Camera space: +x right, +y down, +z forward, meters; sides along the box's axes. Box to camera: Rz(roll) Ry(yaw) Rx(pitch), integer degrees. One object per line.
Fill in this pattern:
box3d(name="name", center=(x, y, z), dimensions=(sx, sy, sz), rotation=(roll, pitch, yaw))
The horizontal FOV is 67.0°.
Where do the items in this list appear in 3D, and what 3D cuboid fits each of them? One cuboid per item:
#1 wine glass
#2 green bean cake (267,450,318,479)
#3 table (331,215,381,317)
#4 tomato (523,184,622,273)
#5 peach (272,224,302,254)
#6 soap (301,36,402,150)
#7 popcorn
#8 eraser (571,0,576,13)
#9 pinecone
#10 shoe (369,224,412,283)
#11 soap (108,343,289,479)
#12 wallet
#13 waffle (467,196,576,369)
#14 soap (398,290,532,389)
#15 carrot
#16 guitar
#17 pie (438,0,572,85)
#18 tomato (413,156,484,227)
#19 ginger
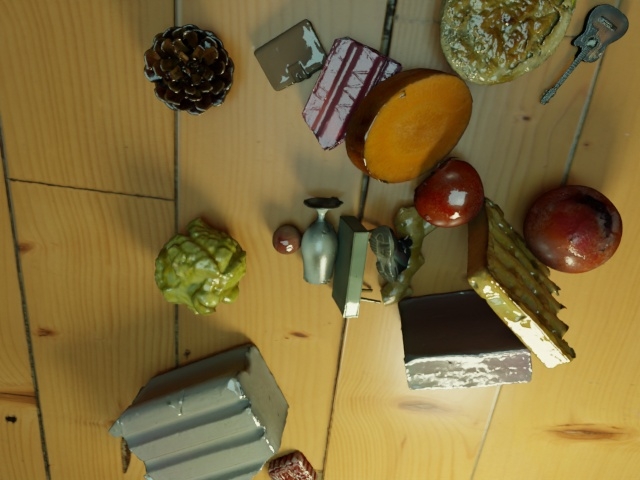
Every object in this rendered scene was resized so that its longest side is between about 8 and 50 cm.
box3d(name="wine glass", center=(0.000, 0.000, 1.260), dimensions=(0.103, 0.103, 0.221), rotation=(6, 112, 4))
box3d(name="green bean cake", center=(-0.092, 0.776, 1.598), dimensions=(0.136, 0.056, 0.135), rotation=(-27, 108, 15))
box3d(name="table", center=(0.107, 0.067, 1.267), dimensions=(0.111, 0.121, 0.239), rotation=(-1, 113, -15))
box3d(name="tomato", center=(0.587, -0.028, 1.127), dimensions=(0.209, 0.184, 0.207), rotation=(0, 84, 0))
box3d(name="peach", center=(-0.089, -0.001, 1.280), dimensions=(0.083, 0.083, 0.083), rotation=(2, 112, 5))
box3d(name="soap", center=(0.060, -0.328, 1.121), dimensions=(0.162, 0.099, 0.249), rotation=(27, 111, -5))
box3d(name="popcorn", center=(-0.316, 0.070, 1.277), dimensions=(0.257, 0.195, 0.254), rotation=(-16, 99, 11))
box3d(name="eraser", center=(0.421, -0.505, 1.031), dimensions=(0.226, 0.069, 0.157), rotation=(15, 110, 0))
box3d(name="pinecone", center=(-0.295, -0.385, 1.088), dimensions=(0.208, 0.207, 0.207), rotation=(2, 112, 5))
box3d(name="shoe", center=(0.184, 0.020, 1.186), dimensions=(0.100, 0.071, 0.168), rotation=(-32, 130, -22))
box3d(name="soap", center=(-0.335, 0.544, 1.448), dimensions=(0.436, 0.213, 0.350), rotation=(-24, 105, 14))
box3d(name="wallet", center=(-0.066, -0.427, 1.129), dimensions=(0.153, 0.038, 0.117), rotation=(-22, 105, 17))
box3d(name="waffle", center=(0.450, 0.079, 1.121), dimensions=(0.304, 0.348, 0.078), rotation=(44, 123, -12))
box3d(name="soap", center=(0.343, 0.237, 1.213), dimensions=(0.286, 0.296, 0.107), rotation=(-6, 111, 10))
box3d(name="carrot", center=(0.208, -0.253, 1.084), dimensions=(0.308, 0.100, 0.258), rotation=(-25, 134, -9))
box3d(name="guitar", center=(0.575, -0.406, 1.077), dimensions=(0.088, 0.025, 0.233), rotation=(32, 112, -7))
box3d(name="pie", center=(0.376, -0.454, 0.990), dimensions=(0.275, 0.055, 0.273), rotation=(1, 110, 1))
box3d(name="tomato", center=(0.311, -0.109, 1.144), dimensions=(0.168, 0.167, 0.167), rotation=(2, 112, 5))
box3d(name="ginger", center=(0.219, 0.045, 1.272), dimensions=(0.118, 0.065, 0.298), rotation=(14, 114, -3))
